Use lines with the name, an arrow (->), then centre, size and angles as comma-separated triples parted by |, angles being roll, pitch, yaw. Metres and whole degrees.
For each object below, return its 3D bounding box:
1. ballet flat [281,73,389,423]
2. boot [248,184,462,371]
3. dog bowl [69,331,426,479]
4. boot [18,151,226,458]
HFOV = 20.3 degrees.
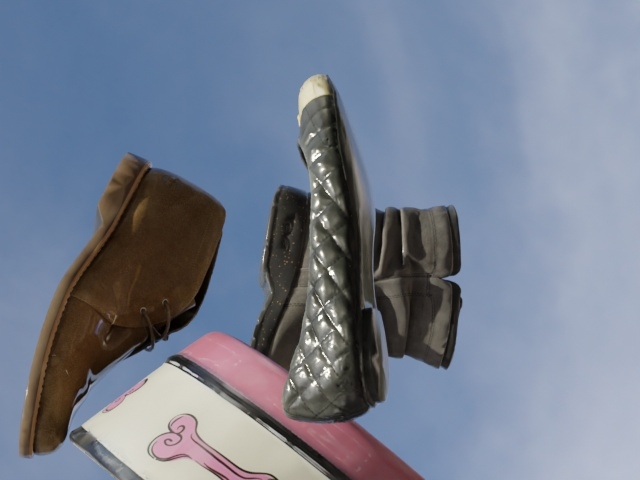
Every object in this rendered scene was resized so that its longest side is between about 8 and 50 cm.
ballet flat -> 0.000, 0.000, 0.827 | 0.057, 0.049, 0.173 | 53, -150, -62
boot -> 0.035, 0.114, 1.874 | 0.223, 0.118, 0.338 | 10, -92, -4
dog bowl -> -0.007, 0.237, 1.485 | 0.150, 0.408, 0.408 | -51, -49, -10
boot -> -0.171, 0.063, 1.548 | 0.112, 0.115, 0.305 | 113, 180, -58
